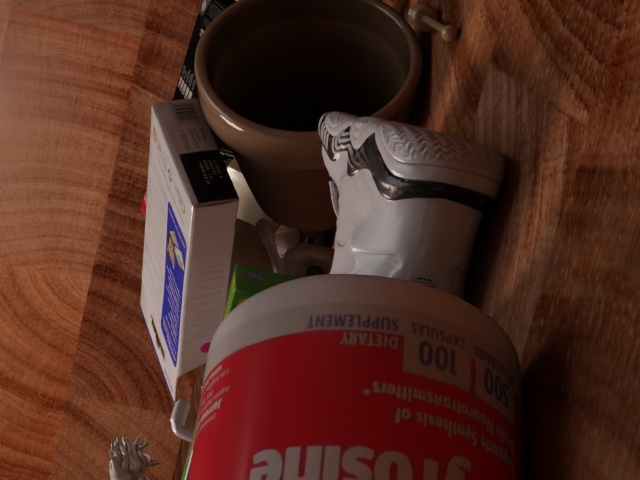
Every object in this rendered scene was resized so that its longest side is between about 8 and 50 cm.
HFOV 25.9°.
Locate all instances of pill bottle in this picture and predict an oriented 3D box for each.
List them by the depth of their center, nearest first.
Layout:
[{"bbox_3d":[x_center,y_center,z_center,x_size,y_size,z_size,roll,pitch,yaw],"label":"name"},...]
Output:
[{"bbox_3d":[0.016,0.245,0.899,0.229,0.229,0.407,113,165,-53],"label":"pill bottle"}]

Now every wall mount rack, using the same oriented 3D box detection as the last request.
[{"bbox_3d":[-0.066,0.165,1.665,0.350,0.131,0.304,85,-154,-53],"label":"wall mount rack"}]

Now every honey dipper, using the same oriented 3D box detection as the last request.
[{"bbox_3d":[0.125,-0.239,1.529,0.160,0.031,0.030,-114,37,-73],"label":"honey dipper"}]

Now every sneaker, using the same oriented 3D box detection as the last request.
[{"bbox_3d":[0.054,-0.003,1.294,0.366,0.137,0.210,-149,73,-77],"label":"sneaker"}]

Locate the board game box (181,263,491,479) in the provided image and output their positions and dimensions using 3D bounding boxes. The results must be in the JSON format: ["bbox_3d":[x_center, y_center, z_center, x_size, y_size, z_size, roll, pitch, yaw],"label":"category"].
[{"bbox_3d":[-0.003,0.186,1.156,0.046,0.214,0.317,-96,19,-64],"label":"board game box"}]

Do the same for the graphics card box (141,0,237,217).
[{"bbox_3d":[-0.168,-0.179,2.099,0.233,0.094,0.370,-129,54,-68],"label":"graphics card box"}]

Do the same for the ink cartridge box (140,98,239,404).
[{"bbox_3d":[-0.167,0.021,1.709,0.371,0.069,0.175,104,150,-45],"label":"ink cartridge box"}]

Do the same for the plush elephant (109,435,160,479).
[{"bbox_3d":[-0.153,0.416,1.807,0.272,0.256,0.329,-74,-10,-77],"label":"plush elephant"}]

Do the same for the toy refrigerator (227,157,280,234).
[{"bbox_3d":[-0.048,-0.124,1.960,0.269,0.094,0.102,-55,-10,-45],"label":"toy refrigerator"}]

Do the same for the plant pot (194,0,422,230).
[{"bbox_3d":[-0.009,-0.136,1.658,0.229,0.263,0.263,86,-174,-49],"label":"plant pot"}]

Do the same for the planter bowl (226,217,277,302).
[{"bbox_3d":[-0.116,0.038,1.839,0.162,0.109,0.162,171,90,-72],"label":"planter bowl"}]

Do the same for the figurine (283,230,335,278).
[{"bbox_3d":[0.000,0.000,1.877,0.209,0.092,0.214,105,175,-80],"label":"figurine"}]

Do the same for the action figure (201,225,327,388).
[{"bbox_3d":[-0.056,0.067,2.070,0.341,0.179,0.330,12,-83,-70],"label":"action figure"}]
